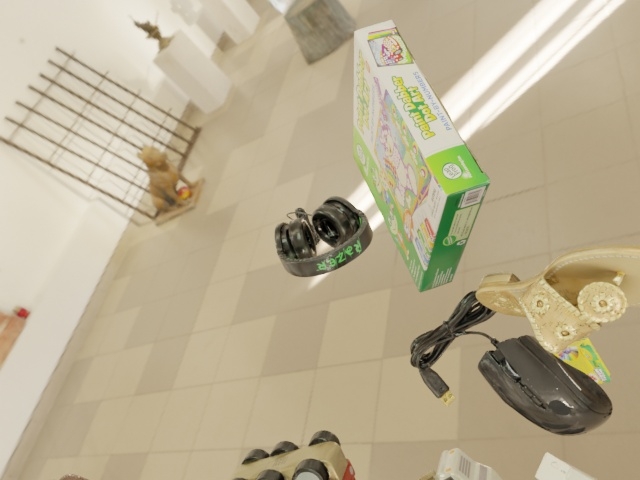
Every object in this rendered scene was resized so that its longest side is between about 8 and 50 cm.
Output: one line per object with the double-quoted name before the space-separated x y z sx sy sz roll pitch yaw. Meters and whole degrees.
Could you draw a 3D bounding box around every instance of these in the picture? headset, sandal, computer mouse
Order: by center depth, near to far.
"sandal" 0.223 0.071 0.535 0.079 0.088 0.240 -62 11 -18
"computer mouse" 0.242 0.199 0.752 0.184 0.262 0.060 -43 8 32
"headset" 0.000 0.000 1.517 0.243 0.185 0.394 -28 26 -6

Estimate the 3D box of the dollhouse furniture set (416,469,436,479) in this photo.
"dollhouse furniture set" 0.165 0.449 0.860 0.144 0.123 0.151 -48 62 25

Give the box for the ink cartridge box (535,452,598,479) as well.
"ink cartridge box" 0.695 0.659 1.503 0.082 0.191 0.139 -63 1 -6

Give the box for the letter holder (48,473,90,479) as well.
"letter holder" -0.374 0.519 0.962 0.214 0.302 0.152 -56 -10 -48

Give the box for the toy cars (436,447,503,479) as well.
"toy cars" 0.312 0.503 0.877 0.087 0.176 0.393 -41 46 22

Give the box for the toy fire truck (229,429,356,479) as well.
"toy fire truck" -0.033 0.492 0.971 0.217 0.246 0.158 -22 7 18

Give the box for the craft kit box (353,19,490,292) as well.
"craft kit box" 0.108 -0.093 0.708 0.061 0.250 0.246 -16 62 -6

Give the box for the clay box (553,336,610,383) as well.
"clay box" 0.743 0.358 1.667 0.053 0.127 0.222 -32 1 -30
